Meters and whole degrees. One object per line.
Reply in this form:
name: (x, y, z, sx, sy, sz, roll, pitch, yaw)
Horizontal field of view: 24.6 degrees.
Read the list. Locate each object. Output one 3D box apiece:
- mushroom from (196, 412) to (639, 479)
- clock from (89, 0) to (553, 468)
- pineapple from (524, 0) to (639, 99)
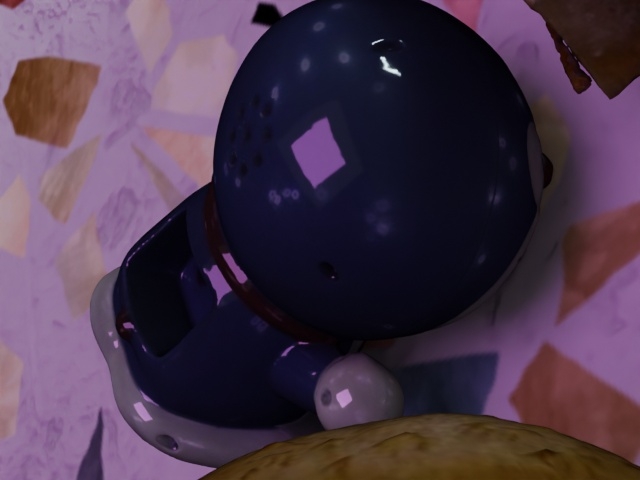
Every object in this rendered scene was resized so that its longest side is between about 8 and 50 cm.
mushroom: (0.049, 0.259, 0.516, 0.334, 0.356, 0.331, -29, 46, -7)
clock: (0.000, 0.000, 0.680, 0.243, 0.147, 0.199, -50, 43, 35)
pineapple: (0.125, -0.150, 0.581, 0.236, 0.114, 0.186, 10, 69, 48)
